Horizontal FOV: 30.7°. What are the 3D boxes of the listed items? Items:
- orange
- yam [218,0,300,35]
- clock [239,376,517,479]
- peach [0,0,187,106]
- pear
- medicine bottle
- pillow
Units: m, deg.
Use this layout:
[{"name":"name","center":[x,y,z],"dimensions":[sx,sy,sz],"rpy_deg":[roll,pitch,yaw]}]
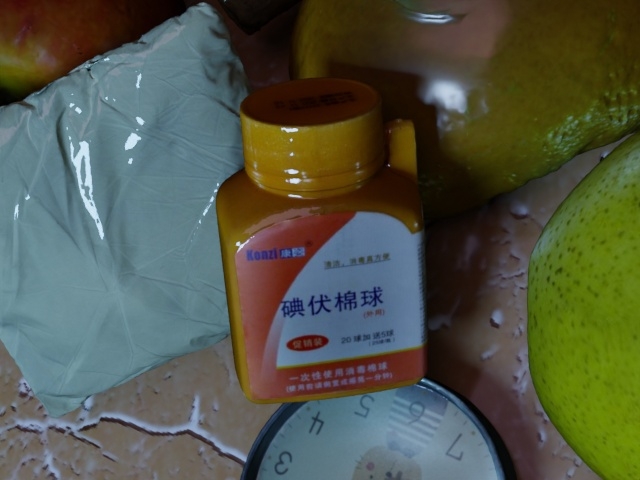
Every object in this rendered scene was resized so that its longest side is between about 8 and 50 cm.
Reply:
[{"name":"orange","center":[0.131,-0.170,0.939],"dimensions":[0.334,0.196,0.263],"rpy_deg":[-21,80,5]},{"name":"yam","center":[0.033,-0.288,1.033],"dimensions":[0.299,0.066,0.066],"rpy_deg":[-38,64,-7]},{"name":"clock","center":[0.040,0.207,0.903],"dimensions":[0.226,0.049,0.226],"rpy_deg":[-6,69,18]},{"name":"peach","center":[-0.296,-0.187,1.016],"dimensions":[0.335,0.310,0.406],"rpy_deg":[-31,66,11]},{"name":"pear","center":[0.270,0.053,0.751],"dimensions":[0.294,0.294,0.294],"rpy_deg":[-6,71,18]},{"name":"medicine bottle","center":[0.000,0.000,0.867],"dimensions":[0.149,0.222,0.112],"rpy_deg":[-7,27,-5]},{"name":"pillow","center":[-0.153,-0.010,0.922],"dimensions":[0.280,0.274,0.076],"rpy_deg":[-25,31,0]}]
